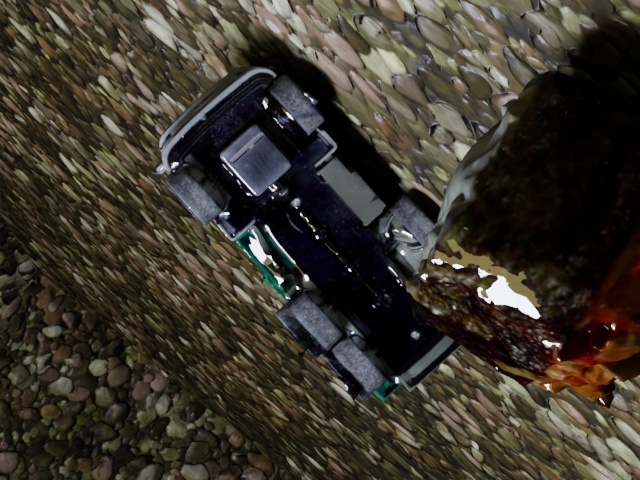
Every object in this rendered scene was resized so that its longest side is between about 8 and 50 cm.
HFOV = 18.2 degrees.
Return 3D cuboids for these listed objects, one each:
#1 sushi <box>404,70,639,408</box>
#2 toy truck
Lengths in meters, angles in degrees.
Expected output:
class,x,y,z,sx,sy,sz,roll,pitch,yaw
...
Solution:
class,x,y,z,sx,sy,sz,roll,pitch,yaw
sushi,0.172,-0.003,1.394,0.182,0.196,0.343,25,170,2
toy truck,0.000,0.000,1.871,0.363,0.176,0.178,48,178,-19
